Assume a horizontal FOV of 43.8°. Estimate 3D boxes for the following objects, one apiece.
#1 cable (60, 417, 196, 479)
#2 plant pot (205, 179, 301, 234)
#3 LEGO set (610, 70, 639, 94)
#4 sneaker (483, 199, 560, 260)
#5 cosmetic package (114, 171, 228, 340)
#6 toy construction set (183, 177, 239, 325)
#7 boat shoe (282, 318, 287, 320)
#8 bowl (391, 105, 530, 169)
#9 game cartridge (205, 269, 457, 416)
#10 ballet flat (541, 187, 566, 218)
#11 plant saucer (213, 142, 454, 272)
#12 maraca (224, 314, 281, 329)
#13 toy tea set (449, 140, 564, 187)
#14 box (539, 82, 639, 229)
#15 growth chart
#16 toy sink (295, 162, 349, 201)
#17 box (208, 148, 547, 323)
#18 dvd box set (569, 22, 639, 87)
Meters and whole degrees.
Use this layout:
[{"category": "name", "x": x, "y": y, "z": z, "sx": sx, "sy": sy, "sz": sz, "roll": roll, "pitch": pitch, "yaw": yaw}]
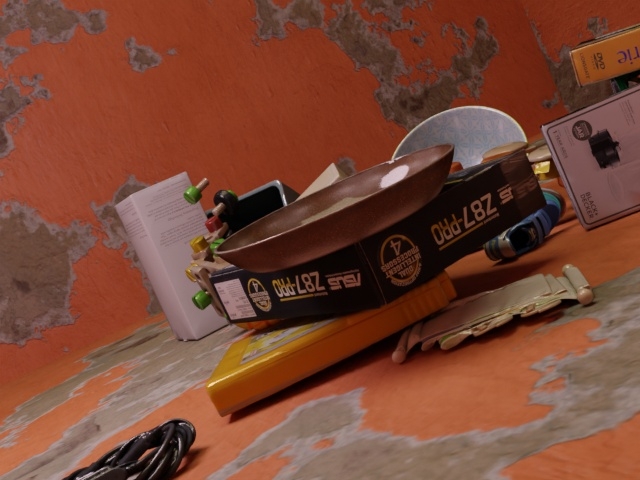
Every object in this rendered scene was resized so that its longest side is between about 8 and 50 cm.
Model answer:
[{"category": "cable", "x": -0.219, "y": 0.252, "z": 0.864, "sx": 0.185, "sy": 0.047, "sz": 0.150, "roll": -28, "pitch": 0, "yaw": -21}, {"category": "plant pot", "x": -0.122, "y": 0.011, "z": 2.102, "sx": 0.248, "sy": 0.247, "sz": 0.252, "roll": -22, "pitch": -12, "yaw": 21}, {"category": "LEGO set", "x": 0.651, "y": -0.210, "z": 1.332, "sx": 0.331, "sy": 0.192, "sz": 0.255, "roll": -25, "pitch": 33, "yaw": 11}, {"category": "sneaker", "x": 0.313, "y": -0.014, "z": 1.192, "sx": 0.144, "sy": 0.053, "sz": 0.059, "roll": -34, "pitch": 7, "yaw": -20}, {"category": "cosmetic package", "x": -0.332, "y": 0.044, "z": 1.889, "sx": 0.155, "sy": 0.365, "sz": 0.197, "roll": -27, "pitch": 8, "yaw": -26}, {"category": "toy construction set", "x": -0.200, "y": 0.081, "z": 1.690, "sx": 0.258, "sy": 0.308, "sz": 0.237, "roll": 22, "pitch": 55, "yaw": 27}, {"category": "boat shoe", "x": 0.032, "y": 0.092, "z": 1.263, "sx": 0.207, "sy": 0.073, "sz": 0.073, "roll": -22, "pitch": 2, "yaw": 7}, {"category": "bowl", "x": 0.297, "y": -0.114, "z": 1.625, "sx": 0.290, "sy": 0.289, "sz": 0.156, "roll": -23, "pitch": -39, "yaw": 13}, {"category": "game cartridge", "x": 0.015, "y": 0.114, "z": 1.076, "sx": 0.324, "sy": 0.052, "sz": 0.285, "roll": -28, "pitch": 2, "yaw": 1}, {"category": "ballet flat", "x": 0.318, "y": -0.036, "z": 1.353, "sx": 0.222, "sy": 0.076, "sz": 0.079, "roll": -23, "pitch": -10, "yaw": 34}, {"category": "plant saucer", "x": 0.023, "y": -0.033, "z": 0.954, "sx": 0.311, "sy": 0.050, "sz": 0.310, "roll": -23, "pitch": 8, "yaw": 3}, {"category": "maraca", "x": -0.099, "y": 0.115, "z": 1.537, "sx": 0.186, "sy": 0.099, "sz": 0.127, "roll": -16, "pitch": -13, "yaw": -32}, {"category": "toy tea set", "x": 0.356, "y": -0.104, "z": 1.406, "sx": 0.200, "sy": 0.124, "sz": 0.336, "roll": -26, "pitch": 12, "yaw": -37}, {"category": "box", "x": 0.483, "y": -0.147, "z": 1.137, "sx": 0.290, "sy": 0.169, "sz": 0.087, "roll": -24, "pitch": 2, "yaw": 15}, {"category": "growth chart", "x": 0.187, "y": 0.080, "z": 0.889, "sx": 0.237, "sy": 0.021, "sz": 0.172, "roll": -22, "pitch": 5, "yaw": 22}, {"category": "toy sink", "x": 0.000, "y": 0.000, "z": 1.446, "sx": 0.234, "sy": 0.153, "sz": 0.131, "roll": -46, "pitch": 15, "yaw": 8}, {"category": "box", "x": 0.065, "y": 0.003, "z": 1.124, "sx": 0.318, "sy": 0.097, "sz": 0.395, "roll": -30, "pitch": 8, "yaw": -34}, {"category": "dvd box set", "x": 0.600, "y": -0.333, "z": 1.187, "sx": 0.421, "sy": 0.062, "sz": 0.308, "roll": -15, "pitch": 10, "yaw": 26}]
